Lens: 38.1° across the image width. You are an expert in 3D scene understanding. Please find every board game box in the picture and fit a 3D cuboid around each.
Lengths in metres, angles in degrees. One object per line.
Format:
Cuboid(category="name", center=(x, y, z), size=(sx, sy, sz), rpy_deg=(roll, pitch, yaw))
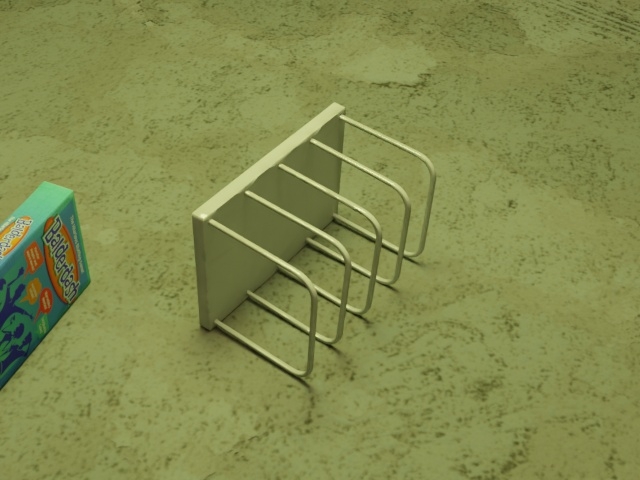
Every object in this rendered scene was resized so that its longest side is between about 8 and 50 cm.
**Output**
Cuboid(category="board game box", center=(-0.359, 0.055, 1.103), size=(0.047, 0.160, 0.210), rpy_deg=(16, 46, 15))

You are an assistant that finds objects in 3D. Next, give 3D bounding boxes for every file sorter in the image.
Cuboid(category="file sorter", center=(0.000, 0.000, 1.151), size=(0.173, 0.193, 0.277), rpy_deg=(29, 49, 23))
